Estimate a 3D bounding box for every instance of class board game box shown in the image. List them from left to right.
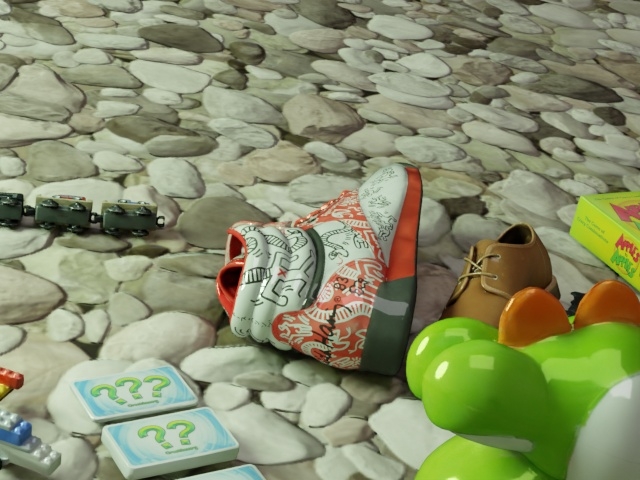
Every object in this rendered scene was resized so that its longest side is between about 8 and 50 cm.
[{"bbox_3d":[0.314,0.017,1.139,0.092,0.043,0.181,-5,32,-28],"label":"board game box"}]

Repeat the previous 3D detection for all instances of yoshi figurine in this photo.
[{"bbox_3d":[0.200,0.160,0.754,0.362,0.203,0.203,19,66,-14],"label":"yoshi figurine"}]

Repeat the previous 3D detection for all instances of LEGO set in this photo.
[{"bbox_3d":[-0.165,0.121,0.762,0.244,0.060,0.182,-6,29,-28],"label":"LEGO set"}]

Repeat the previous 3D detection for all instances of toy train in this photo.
[{"bbox_3d":[-0.206,-0.023,1.045,0.158,0.027,0.036,4,18,-11],"label":"toy train"}]

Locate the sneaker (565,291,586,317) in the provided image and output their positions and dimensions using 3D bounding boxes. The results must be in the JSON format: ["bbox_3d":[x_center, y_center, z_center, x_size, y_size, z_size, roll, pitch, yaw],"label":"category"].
[{"bbox_3d":[0.204,0.088,0.965,0.089,0.051,0.170,21,25,19],"label":"sneaker"}]

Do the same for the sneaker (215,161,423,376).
[{"bbox_3d":[0.000,-0.001,1.008,0.145,0.090,0.270,13,30,-2],"label":"sneaker"}]

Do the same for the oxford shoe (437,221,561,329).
[{"bbox_3d":[0.120,0.043,0.965,0.076,0.076,0.212,-6,17,27],"label":"oxford shoe"}]
